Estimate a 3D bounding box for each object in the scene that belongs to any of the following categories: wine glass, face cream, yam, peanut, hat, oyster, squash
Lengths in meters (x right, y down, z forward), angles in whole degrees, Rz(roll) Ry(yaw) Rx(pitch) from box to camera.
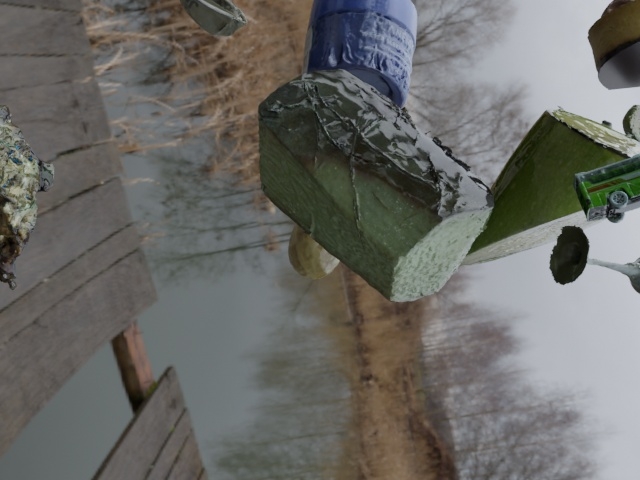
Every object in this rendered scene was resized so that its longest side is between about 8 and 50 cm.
[{"bbox_3d":[0.406,0.041,0.813,0.074,0.262,0.074,-168,-90,-68],"label":"wine glass"},{"bbox_3d":[0.086,-0.412,1.466,0.249,0.249,0.225,63,32,-72],"label":"face cream"},{"bbox_3d":[0.074,-0.068,0.824,0.271,0.201,0.202,48,-25,23],"label":"yam"},{"bbox_3d":[0.000,0.000,1.209,0.140,0.109,0.159,-44,156,-43],"label":"peanut"},{"bbox_3d":[-0.274,-0.522,1.350,0.244,0.149,0.214,-15,78,-53],"label":"hat"},{"bbox_3d":[-0.450,-0.066,0.920,0.092,0.260,0.198,-1,40,-47],"label":"oyster"},{"bbox_3d":[0.299,-0.022,0.831,0.189,0.189,0.260,-91,-156,-62],"label":"squash"}]

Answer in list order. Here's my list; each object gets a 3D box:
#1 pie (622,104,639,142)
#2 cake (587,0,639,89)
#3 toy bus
[{"bbox_3d":[0.700,-0.204,1.372,0.041,0.187,0.187,-35,-123,49],"label":"pie"},{"bbox_3d":[0.640,-0.434,1.333,0.207,0.185,0.178,-41,-129,52],"label":"cake"},{"bbox_3d":[0.225,-0.040,0.460,0.031,0.083,0.037,50,24,-60],"label":"toy bus"}]
